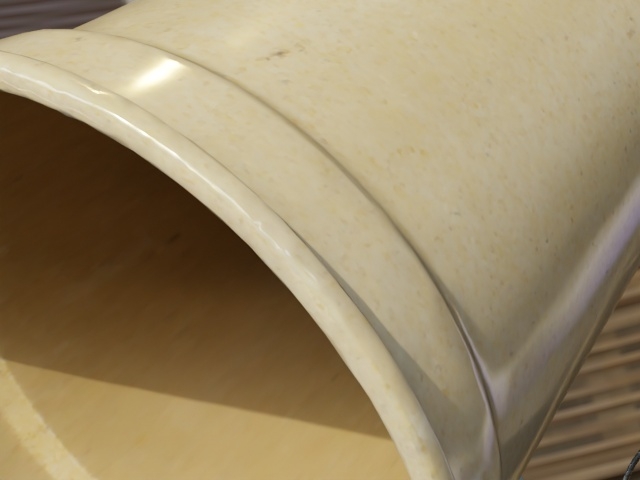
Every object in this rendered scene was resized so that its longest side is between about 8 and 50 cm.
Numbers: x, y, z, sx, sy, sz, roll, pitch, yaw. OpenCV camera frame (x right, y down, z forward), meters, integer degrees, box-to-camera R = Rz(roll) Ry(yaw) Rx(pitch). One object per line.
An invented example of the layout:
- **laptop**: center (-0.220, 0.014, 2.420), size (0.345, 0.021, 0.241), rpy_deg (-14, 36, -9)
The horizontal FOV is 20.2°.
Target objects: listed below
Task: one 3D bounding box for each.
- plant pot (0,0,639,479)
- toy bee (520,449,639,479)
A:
- **plant pot**: center (0.000, 0.000, 0.782), size (0.305, 0.334, 0.334), rpy_deg (-42, -2, -39)
- **toy bee**: center (0.119, 0.219, 1.175), size (0.195, 0.162, 0.298), rpy_deg (26, -41, -18)
